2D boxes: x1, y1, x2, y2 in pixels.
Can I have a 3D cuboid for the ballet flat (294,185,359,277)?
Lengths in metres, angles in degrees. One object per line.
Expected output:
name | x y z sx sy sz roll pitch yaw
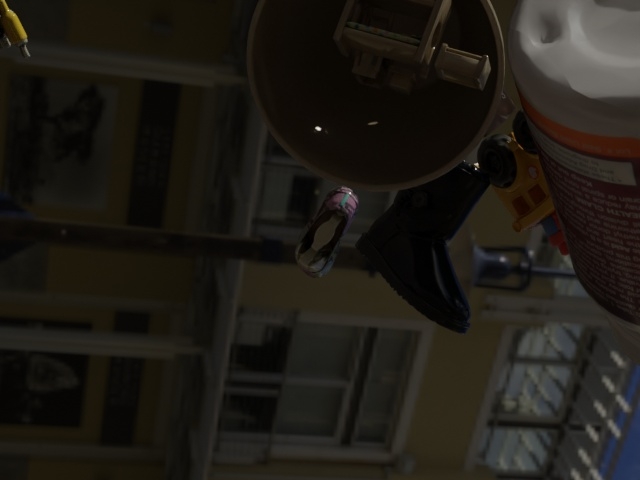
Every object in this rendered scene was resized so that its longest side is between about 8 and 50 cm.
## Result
ballet flat | 0.000 0.000 1.883 0.079 0.077 0.221 -53 175 -47

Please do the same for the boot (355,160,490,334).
boot | 0.176 -0.012 1.586 0.207 0.094 0.246 -56 -134 14

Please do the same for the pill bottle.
pill bottle | 0.309 -0.055 0.942 0.392 0.224 0.224 60 16 -45

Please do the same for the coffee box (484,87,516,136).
coffee box | 0.220 -0.244 2.015 0.141 0.098 0.246 56 -29 -10

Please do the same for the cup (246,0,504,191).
cup | 0.092 -0.260 1.485 0.237 0.331 0.331 -57 160 -64

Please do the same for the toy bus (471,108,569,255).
toy bus | 0.357 -0.094 1.623 0.211 0.149 0.220 65 -31 13

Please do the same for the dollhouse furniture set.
dollhouse furniture set | 0.131 -0.239 1.340 0.161 0.182 0.101 44 66 -73

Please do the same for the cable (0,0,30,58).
cable | -0.611 -0.468 2.009 0.139 0.072 0.287 26 -43 45
